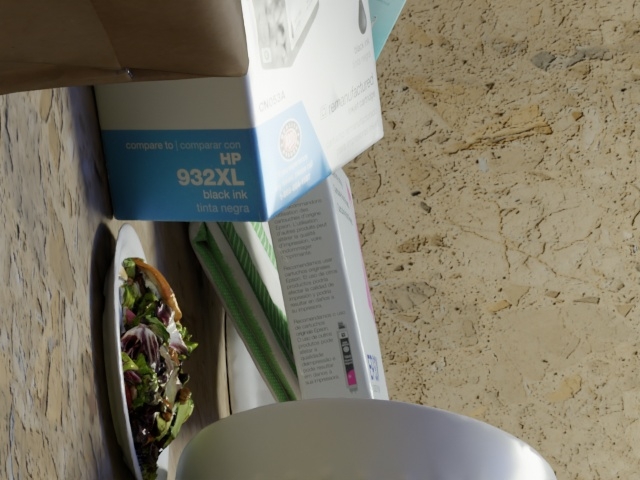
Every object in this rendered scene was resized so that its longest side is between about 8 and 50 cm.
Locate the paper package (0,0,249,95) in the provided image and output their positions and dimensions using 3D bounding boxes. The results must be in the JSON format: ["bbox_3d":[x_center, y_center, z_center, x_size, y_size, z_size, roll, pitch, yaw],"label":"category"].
[{"bbox_3d":[-0.129,-0.237,0.657,0.309,0.168,0.325,70,14,-77],"label":"paper package"}]

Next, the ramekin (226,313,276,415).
[{"bbox_3d":[-0.017,0.178,2.136,0.277,0.135,0.277,-6,90,-87],"label":"ramekin"}]

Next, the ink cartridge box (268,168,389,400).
[{"bbox_3d":[0.000,0.000,1.779,0.324,0.071,0.330,42,38,-84],"label":"ink cartridge box"}]

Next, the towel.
[{"bbox_3d":[-0.061,-0.001,1.950,0.248,0.038,0.325,62,15,-24],"label":"towel"}]

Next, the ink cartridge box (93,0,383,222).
[{"bbox_3d":[-0.066,-0.191,1.411,0.223,0.129,0.307,-37,124,-58],"label":"ink cartridge box"}]

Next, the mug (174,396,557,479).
[{"bbox_3d":[0.067,0.307,1.311,0.276,0.374,0.328,57,32,-53],"label":"mug"}]

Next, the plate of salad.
[{"bbox_3d":[-0.114,0.086,1.357,0.200,0.048,0.200,-6,90,-87],"label":"plate of salad"}]

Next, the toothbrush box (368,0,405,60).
[{"bbox_3d":[0.008,-0.281,2.030,0.296,0.126,0.216,-62,-161,14],"label":"toothbrush box"}]
